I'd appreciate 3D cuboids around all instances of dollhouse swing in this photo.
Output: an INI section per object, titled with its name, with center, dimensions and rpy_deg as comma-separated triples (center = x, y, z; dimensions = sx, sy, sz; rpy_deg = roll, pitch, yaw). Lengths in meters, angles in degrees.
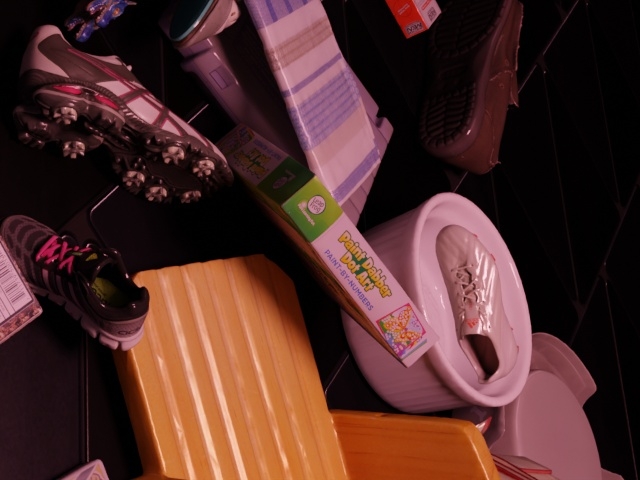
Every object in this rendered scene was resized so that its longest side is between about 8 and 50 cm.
[dollhouse swing]
center = -0.003, 0.172, 1.311
dimensions = 0.346, 0.315, 0.305
rpy_deg = -7, 95, -56

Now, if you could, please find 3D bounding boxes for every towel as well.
[towel]
center = -0.011, -0.188, 1.536
dimensions = 0.285, 0.034, 0.209
rpy_deg = 68, 23, -14

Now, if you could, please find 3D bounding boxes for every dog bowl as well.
[dog bowl]
center = 0.302, 0.309, 1.829
dimensions = 0.348, 0.102, 0.349
rpy_deg = 29, 52, -45

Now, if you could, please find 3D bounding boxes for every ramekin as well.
[ramekin]
center = 0.144, 0.089, 1.679
dimensions = 0.277, 0.135, 0.277
rpy_deg = 30, 51, -46

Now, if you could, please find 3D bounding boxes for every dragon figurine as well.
[dragon figurine]
center = -0.240, -0.342, 1.382
dimensions = 0.144, 0.085, 0.289
rpy_deg = 41, 44, -37

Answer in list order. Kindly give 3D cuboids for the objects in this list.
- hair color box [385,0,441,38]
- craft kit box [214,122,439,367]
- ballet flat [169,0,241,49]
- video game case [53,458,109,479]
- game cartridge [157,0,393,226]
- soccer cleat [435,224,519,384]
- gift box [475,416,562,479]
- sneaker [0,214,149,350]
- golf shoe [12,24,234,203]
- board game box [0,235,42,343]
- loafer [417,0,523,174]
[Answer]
[hair color box]
center = 0.122, -0.382, 1.963
dimensions = 0.141, 0.043, 0.072
rpy_deg = 58, 35, -17
[craft kit box]
center = 0.000, 0.000, 1.453
dimensions = 0.247, 0.061, 0.250
rpy_deg = 49, -4, -28
[ballet flat]
center = -0.111, -0.275, 1.449
dimensions = 0.068, 0.072, 0.213
rpy_deg = 42, 41, -34
[video game case]
center = -0.220, 0.331, 1.132
dimensions = 0.206, 0.026, 0.227
rpy_deg = -25, 95, -57
[game cartridge]
center = -0.047, -0.193, 1.615
dimensions = 0.355, 0.068, 0.230
rpy_deg = 52, 42, -26
[soccer cleat]
center = 0.183, 0.076, 1.561
dimensions = 0.076, 0.068, 0.196
rpy_deg = -36, 107, -53
[gift box]
center = 0.229, 0.366, 1.515
dimensions = 0.255, 0.258, 0.276
rpy_deg = 23, 89, -52
[sneaker]
center = -0.222, 0.026, 1.200
dimensions = 0.170, 0.075, 0.063
rpy_deg = 39, 45, -1
[golf shoe]
center = -0.189, -0.125, 1.339
dimensions = 0.273, 0.105, 0.120
rpy_deg = 29, 44, -46
[board game box]
center = -0.383, 0.032, 0.939
dimensions = 0.232, 0.141, 0.291
rpy_deg = 63, 34, -11
[loafer]
center = 0.236, -0.247, 2.003
dimensions = 0.130, 0.133, 0.366
rpy_deg = 47, 50, -39
